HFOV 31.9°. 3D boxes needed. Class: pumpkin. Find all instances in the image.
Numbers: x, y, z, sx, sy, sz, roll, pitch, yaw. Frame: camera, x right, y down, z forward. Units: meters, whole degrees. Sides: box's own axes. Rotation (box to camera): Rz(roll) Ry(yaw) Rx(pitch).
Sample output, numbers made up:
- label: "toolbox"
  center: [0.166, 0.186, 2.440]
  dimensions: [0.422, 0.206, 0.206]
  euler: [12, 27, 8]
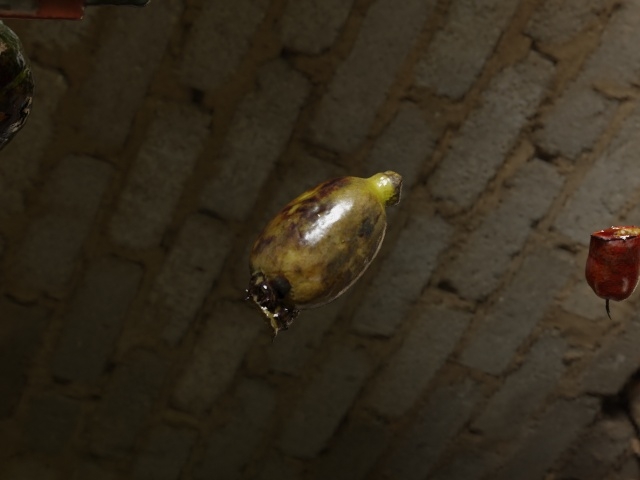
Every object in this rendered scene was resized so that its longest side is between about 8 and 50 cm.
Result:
- label: "pumpkin"
  center: [-0.360, -0.160, 1.196]
  dimensions: [0.119, 0.108, 0.183]
  euler: [-99, 21, -48]

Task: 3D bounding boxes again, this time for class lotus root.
- label: "lotus root"
  center: [0.000, 0.000, 1.637]
  dimensions: [0.314, 0.141, 0.169]
  euler: [-46, 26, -15]

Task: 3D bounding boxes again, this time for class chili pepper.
- label: "chili pepper"
  center: [0.483, 0.056, 1.844]
  dimensions: [0.086, 0.084, 0.192]
  euler: [26, 135, 36]

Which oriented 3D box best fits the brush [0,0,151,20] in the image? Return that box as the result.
- label: "brush"
  center: [-0.296, -0.202, 0.880]
  dimensions: [0.070, 0.324, 0.051]
  euler: [-117, 33, -53]
